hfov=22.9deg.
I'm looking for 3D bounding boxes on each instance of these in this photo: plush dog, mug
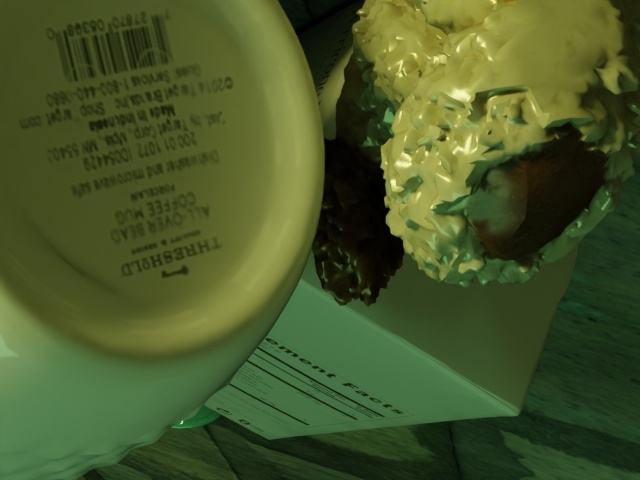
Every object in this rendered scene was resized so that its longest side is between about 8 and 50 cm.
[{"bbox_3d":[0.079,-0.088,0.670,0.210,0.262,0.225,53,153,14],"label":"plush dog"},{"bbox_3d":[-0.202,-0.020,0.628,0.374,0.276,0.328,1,173,-41],"label":"mug"}]

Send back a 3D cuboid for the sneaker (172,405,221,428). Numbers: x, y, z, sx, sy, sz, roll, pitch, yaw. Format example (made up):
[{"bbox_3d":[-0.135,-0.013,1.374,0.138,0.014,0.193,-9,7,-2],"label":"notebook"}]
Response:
[{"bbox_3d":[-0.108,0.049,1.177,0.295,0.178,0.124,36,155,-30],"label":"sneaker"}]

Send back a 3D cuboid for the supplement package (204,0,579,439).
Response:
[{"bbox_3d":[0.000,0.000,0.957,0.175,0.177,0.293,32,157,-21],"label":"supplement package"}]
